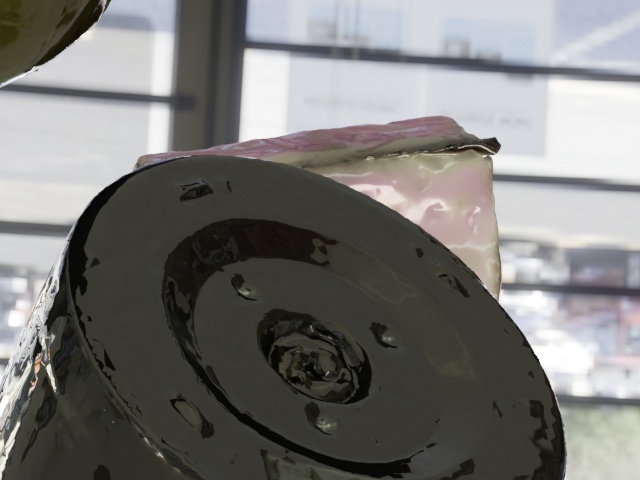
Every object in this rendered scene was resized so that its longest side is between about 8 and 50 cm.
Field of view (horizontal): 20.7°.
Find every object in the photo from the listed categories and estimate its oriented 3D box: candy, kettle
[{"bbox_3d":[0.000,0.000,1.310,0.265,0.155,0.116,-9,-162,-15],"label":"candy"},{"bbox_3d":[-0.058,0.155,0.698,0.207,0.290,0.268,20,-145,-19],"label":"kettle"}]

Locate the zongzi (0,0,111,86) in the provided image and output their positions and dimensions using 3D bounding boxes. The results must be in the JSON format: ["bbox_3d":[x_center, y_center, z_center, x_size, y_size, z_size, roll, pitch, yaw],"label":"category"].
[{"bbox_3d":[-0.075,-0.182,0.661,0.393,0.356,0.174,25,-139,26],"label":"zongzi"}]
